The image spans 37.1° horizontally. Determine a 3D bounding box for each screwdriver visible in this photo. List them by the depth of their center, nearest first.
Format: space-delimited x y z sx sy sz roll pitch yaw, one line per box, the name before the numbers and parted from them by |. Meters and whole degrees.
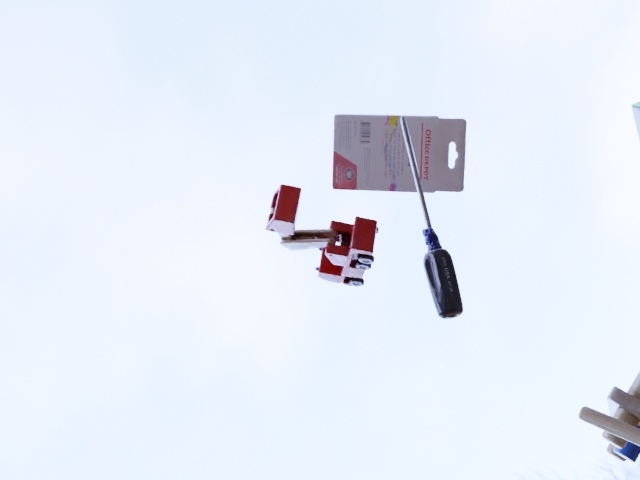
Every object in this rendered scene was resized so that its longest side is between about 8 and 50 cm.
screwdriver | 0.075 -0.020 0.712 0.025 0.024 0.170 -19 -115 6

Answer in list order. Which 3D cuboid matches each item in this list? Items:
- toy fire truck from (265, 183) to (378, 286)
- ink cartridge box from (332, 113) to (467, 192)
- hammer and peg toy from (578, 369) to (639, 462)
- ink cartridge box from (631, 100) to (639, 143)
toy fire truck | 0.000 0.000 1.167 0.135 0.192 0.047 11 -112 -2
ink cartridge box | 0.121 -0.132 1.434 0.198 0.067 0.115 3 -81 13
hammer and peg toy | 0.534 0.292 1.392 0.127 0.266 0.361 -57 -26 -6
ink cartridge box | 0.706 -0.242 1.738 0.212 0.154 0.093 -22 -74 -12
